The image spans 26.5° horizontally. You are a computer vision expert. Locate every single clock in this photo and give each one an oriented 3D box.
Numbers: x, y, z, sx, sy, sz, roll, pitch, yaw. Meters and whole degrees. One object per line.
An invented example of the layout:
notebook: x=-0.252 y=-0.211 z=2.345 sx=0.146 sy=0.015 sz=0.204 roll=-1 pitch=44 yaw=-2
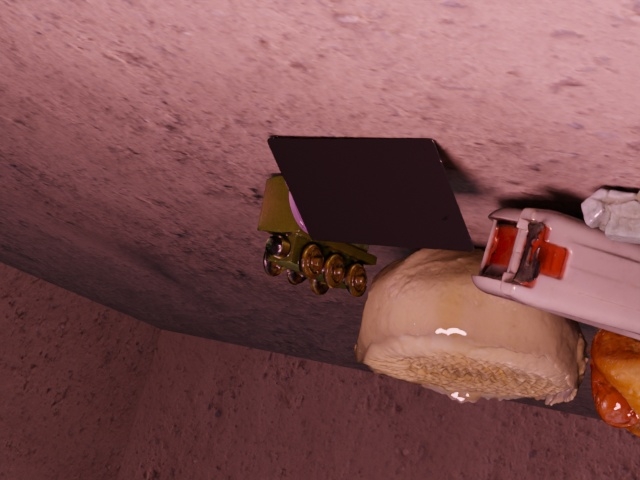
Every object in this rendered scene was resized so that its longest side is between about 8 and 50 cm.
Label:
clock: x=0.026 y=-0.057 z=1.739 sx=0.153 sy=0.050 sz=0.110 roll=8 pitch=128 yaw=44

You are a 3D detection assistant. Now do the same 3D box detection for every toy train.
toy train: x=0.000 y=0.000 z=1.937 sx=0.090 sy=0.137 sz=0.225 roll=3 pitch=168 yaw=34

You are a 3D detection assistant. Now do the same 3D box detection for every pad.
pad: x=0.059 y=-0.059 z=1.652 sx=0.265 sy=0.009 sz=0.159 roll=4 pitch=128 yaw=42

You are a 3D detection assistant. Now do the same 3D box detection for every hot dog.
hot dog: x=0.437 y=0.161 z=1.776 sx=0.153 sy=0.257 sz=0.150 roll=-23 pitch=103 yaw=42

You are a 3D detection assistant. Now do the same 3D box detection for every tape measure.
tape measure: x=0.314 y=0.035 z=1.662 sx=0.258 sy=0.130 sz=0.265 roll=15 pitch=180 yaw=-19

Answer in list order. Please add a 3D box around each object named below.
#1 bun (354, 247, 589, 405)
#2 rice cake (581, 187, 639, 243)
bun: x=0.224 y=0.115 z=2.023 sx=0.364 sy=0.202 sz=0.364 roll=11 pitch=164 yaw=3
rice cake: x=0.435 y=-0.014 z=1.440 sx=0.336 sy=0.063 sz=0.066 roll=6 pitch=170 yaw=39
